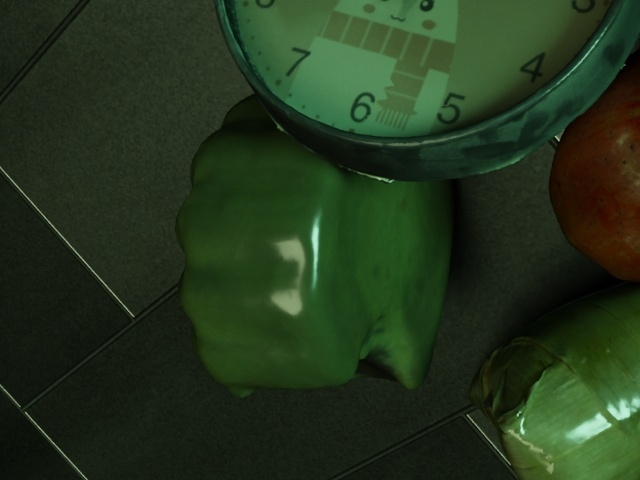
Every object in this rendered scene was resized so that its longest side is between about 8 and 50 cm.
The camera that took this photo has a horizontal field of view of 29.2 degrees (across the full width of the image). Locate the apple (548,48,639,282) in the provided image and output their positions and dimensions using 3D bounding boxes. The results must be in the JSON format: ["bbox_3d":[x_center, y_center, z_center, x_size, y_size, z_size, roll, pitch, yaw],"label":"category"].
[{"bbox_3d":[0.313,-0.065,1.092,0.234,0.234,0.234,14,125,22],"label":"apple"}]

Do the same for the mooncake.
[{"bbox_3d":[0.000,0.000,1.235,0.187,0.351,0.351,3,120,31],"label":"mooncake"}]

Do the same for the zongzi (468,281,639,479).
[{"bbox_3d":[0.328,0.116,1.271,0.356,0.393,0.174,-27,92,0],"label":"zongzi"}]

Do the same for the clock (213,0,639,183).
[{"bbox_3d":[0.088,-0.242,1.050,0.386,0.076,0.386,-5,75,17],"label":"clock"}]
